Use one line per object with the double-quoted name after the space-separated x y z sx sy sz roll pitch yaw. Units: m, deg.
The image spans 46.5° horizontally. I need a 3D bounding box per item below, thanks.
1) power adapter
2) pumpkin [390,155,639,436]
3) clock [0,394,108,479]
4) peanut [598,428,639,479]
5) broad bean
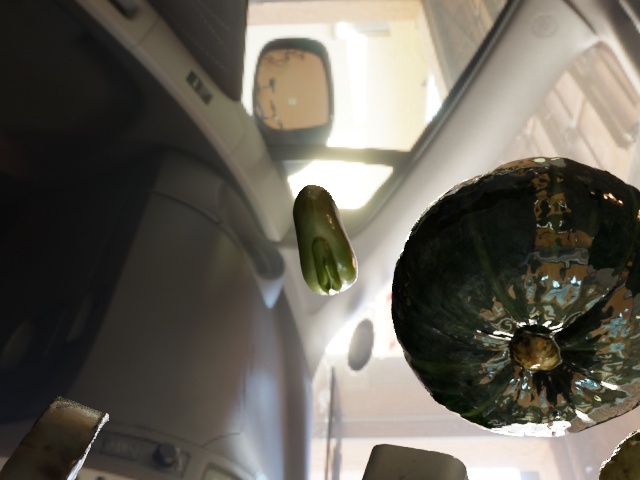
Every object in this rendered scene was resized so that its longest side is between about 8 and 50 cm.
0.094 0.360 0.858 0.205 0.125 0.130 -63 147 -44 "power adapter"
0.217 0.058 0.762 0.207 0.300 0.300 -76 166 -55 "pumpkin"
-0.330 0.318 0.778 0.325 0.067 0.325 -60 -173 12 "clock"
0.445 0.267 0.905 0.098 0.229 0.103 -16 76 -57 "peanut"
0.000 0.000 1.091 0.124 0.082 0.175 66 4 -66 "broad bean"
